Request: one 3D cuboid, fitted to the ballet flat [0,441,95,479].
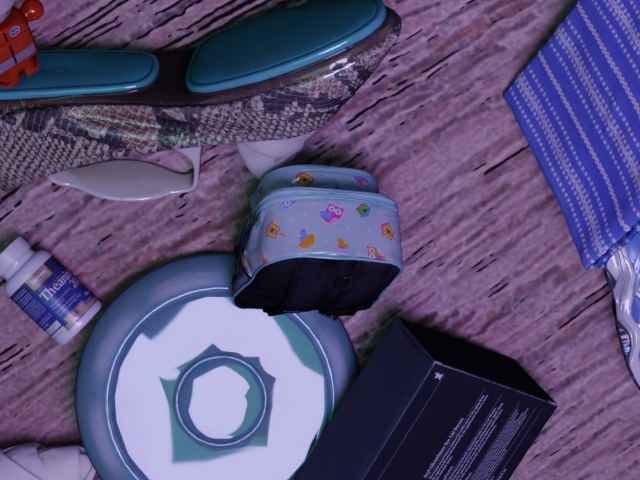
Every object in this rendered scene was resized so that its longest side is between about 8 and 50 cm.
[{"bbox_3d":[-0.251,0.308,1.567,0.400,0.139,0.139,30,104,-8],"label":"ballet flat"}]

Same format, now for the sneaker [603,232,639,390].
[{"bbox_3d":[0.353,0.072,1.477,0.081,0.080,0.211,-12,104,10],"label":"sneaker"}]

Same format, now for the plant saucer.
[{"bbox_3d":[-0.109,0.173,1.511,0.318,0.044,0.317,0,94,-7],"label":"plant saucer"}]

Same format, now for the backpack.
[{"bbox_3d":[0.000,0.000,1.419,0.166,0.188,0.144,6,78,-13],"label":"backpack"}]

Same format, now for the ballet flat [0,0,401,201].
[{"bbox_3d":[-0.139,-0.133,1.442,0.483,0.164,0.182,-8,125,12],"label":"ballet flat"}]

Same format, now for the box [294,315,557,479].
[{"bbox_3d":[0.101,0.234,1.487,0.184,0.103,0.261,21,107,-36],"label":"box"}]

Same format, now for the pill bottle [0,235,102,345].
[{"bbox_3d":[-0.305,0.053,1.525,0.067,0.067,0.120,-44,97,12],"label":"pill bottle"}]

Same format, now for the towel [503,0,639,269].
[{"bbox_3d":[0.300,-0.160,1.296,0.040,0.243,0.336,2,142,-32],"label":"towel"}]

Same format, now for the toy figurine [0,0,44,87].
[{"bbox_3d":[-0.374,-0.268,1.370,0.213,0.148,0.209,4,61,6],"label":"toy figurine"}]
